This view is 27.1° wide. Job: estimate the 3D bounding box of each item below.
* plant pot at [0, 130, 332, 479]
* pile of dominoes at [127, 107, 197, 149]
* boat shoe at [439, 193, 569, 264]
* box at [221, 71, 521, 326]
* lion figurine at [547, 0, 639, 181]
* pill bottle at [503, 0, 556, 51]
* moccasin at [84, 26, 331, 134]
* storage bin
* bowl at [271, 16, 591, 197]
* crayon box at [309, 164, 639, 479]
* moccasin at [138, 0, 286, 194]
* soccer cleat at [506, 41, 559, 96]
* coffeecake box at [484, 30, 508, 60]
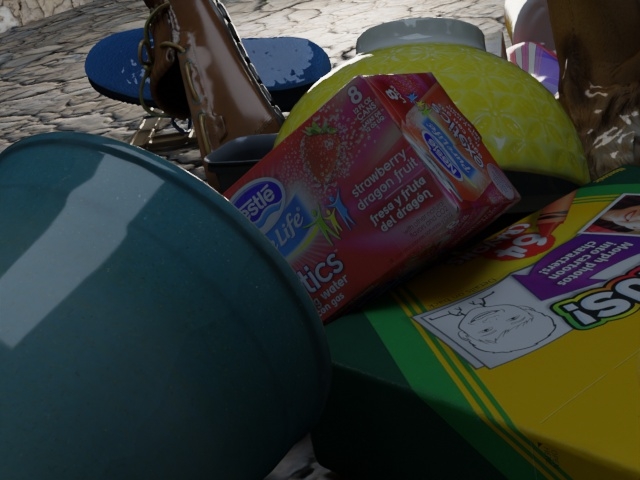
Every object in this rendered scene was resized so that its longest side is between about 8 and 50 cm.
[{"bbox_3d":[-0.169,0.117,0.790,0.271,0.271,0.255,2,39,34],"label":"plant pot"},{"bbox_3d":[-0.155,-0.184,1.920,0.196,0.040,0.251,-6,29,13],"label":"pile of dominoes"},{"bbox_3d":[0.126,0.005,1.149,0.228,0.068,0.081,-5,-12,19],"label":"boat shoe"},{"bbox_3d":[0.000,0.000,0.969,0.257,0.122,0.128,-40,-12,26],"label":"box"},{"bbox_3d":[0.259,-0.223,1.223,0.142,0.392,0.240,-10,21,41],"label":"lion figurine"},{"bbox_3d":[0.316,-0.299,1.771,0.136,0.136,0.245,-10,20,7],"label":"pill bottle"},{"bbox_3d":[-0.151,-0.203,1.791,0.342,0.117,0.138,8,66,16],"label":"moccasin"},{"bbox_3d":[-0.042,-0.060,1.404,0.135,0.091,0.098,0,23,29],"label":"storage bin"},{"bbox_3d":[0.090,-0.104,1.169,0.289,0.156,0.289,-2,-10,0],"label":"bowl"},{"bbox_3d":[0.220,0.069,0.875,0.363,0.106,0.313,-27,24,-34],"label":"crayon box"},{"bbox_3d":[-0.160,-0.204,1.648,0.147,0.139,0.380,-26,61,-4],"label":"moccasin"},{"bbox_3d":[0.254,-0.179,1.573,0.095,0.083,0.248,-22,24,-13],"label":"soccer cleat"},{"bbox_3d":[0.168,-0.123,1.372,0.068,0.142,0.185,-9,21,12],"label":"coffeecake box"}]
